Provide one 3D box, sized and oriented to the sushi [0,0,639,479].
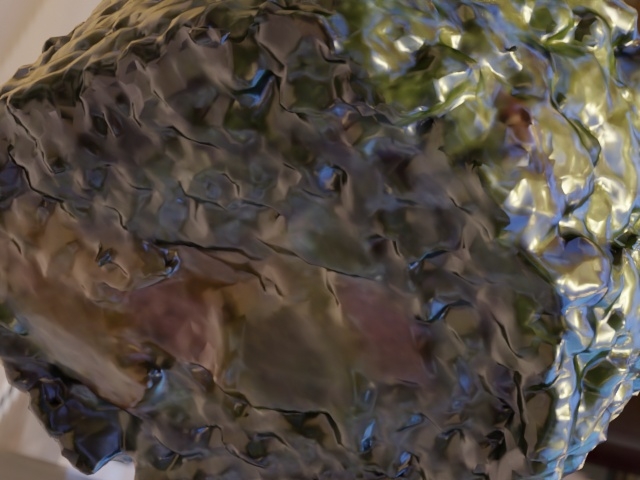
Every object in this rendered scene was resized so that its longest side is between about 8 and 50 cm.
[{"bbox_3d":[0.000,0.000,0.798,0.178,0.352,0.294,-47,114,-42],"label":"sushi"}]
